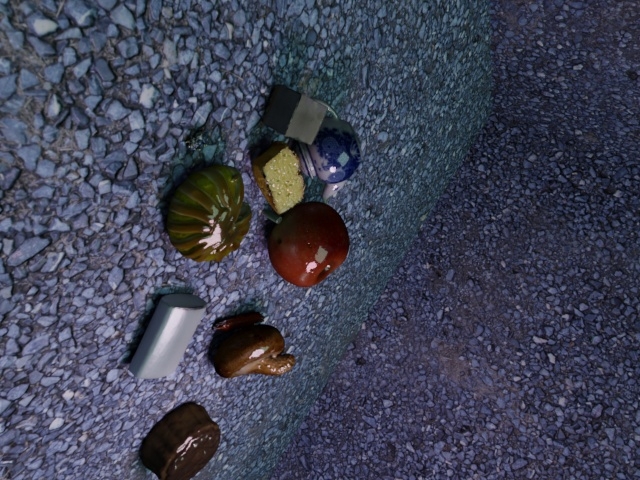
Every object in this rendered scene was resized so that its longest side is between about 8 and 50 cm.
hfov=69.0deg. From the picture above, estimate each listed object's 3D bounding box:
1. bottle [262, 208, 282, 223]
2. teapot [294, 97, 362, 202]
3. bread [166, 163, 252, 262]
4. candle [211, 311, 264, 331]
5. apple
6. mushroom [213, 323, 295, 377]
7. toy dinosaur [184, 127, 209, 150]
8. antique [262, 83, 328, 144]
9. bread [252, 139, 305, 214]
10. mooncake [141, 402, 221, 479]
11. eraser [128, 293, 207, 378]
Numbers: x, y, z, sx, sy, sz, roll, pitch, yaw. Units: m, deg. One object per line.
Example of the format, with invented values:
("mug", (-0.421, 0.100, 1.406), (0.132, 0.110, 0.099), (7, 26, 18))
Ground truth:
("bottle", (-0.188, -0.095, 1.801), (0.030, 0.083, 0.030), (-41, 148, -34))
("teapot", (0.005, -0.331, 1.762), (0.280, 0.252, 0.424), (-19, 124, 0))
("bread", (-0.338, -0.070, 1.481), (0.333, 0.160, 0.333), (-39, 146, -33))
("candle", (-0.352, 0.349, 1.999), (0.302, 0.084, 0.059), (-1, 86, -53))
("apple", (-0.046, 0.018, 1.908), (0.348, 0.277, 0.348), (-35, 163, -13))
("mushroom", (-0.304, 0.483, 2.012), (0.345, 0.239, 0.345), (-12, 133, -13))
("toy dinosaur", (-0.355, -0.295, 1.365), (0.083, 0.030, 0.047), (-44, 151, -30))
("antique", (-0.091, -0.422, 1.559), (0.152, 0.148, 0.146), (6, 115, -52))
("bread", (-0.158, -0.235, 1.657), (0.160, 0.147, 0.260), (-42, 146, -15))
("mooncake", (-0.582, 0.873, 1.987), (0.324, 0.187, 0.324), (-39, 147, -32))
("eraser", (-0.526, 0.331, 1.623), (0.290, 0.104, 0.189), (-63, 158, 6))
